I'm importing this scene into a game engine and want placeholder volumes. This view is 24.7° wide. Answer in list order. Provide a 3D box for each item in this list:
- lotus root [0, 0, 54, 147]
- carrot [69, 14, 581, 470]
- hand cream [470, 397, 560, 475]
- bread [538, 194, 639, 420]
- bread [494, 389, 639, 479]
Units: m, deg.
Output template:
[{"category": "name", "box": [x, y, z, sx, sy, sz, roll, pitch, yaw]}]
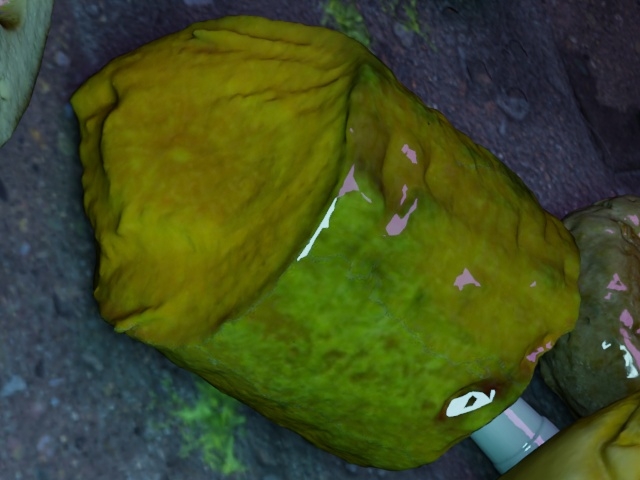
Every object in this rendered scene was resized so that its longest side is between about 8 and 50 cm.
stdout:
[{"category": "lotus root", "box": [-0.273, -0.162, 0.927, 0.210, 0.142, 0.314, 8, 60, 8]}, {"category": "carrot", "box": [0.000, 0.000, 0.971, 0.341, 0.241, 0.241, 34, 51, -21]}, {"category": "hand cream", "box": [0.240, 0.240, 1.142, 0.331, 0.085, 0.058, 44, 73, -7]}, {"category": "bread", "box": [0.267, 0.077, 1.215, 0.230, 0.123, 0.230, 21, 50, -27]}, {"category": "bread", "box": [0.248, 0.250, 0.950, 0.361, 0.394, 0.250, 25, 39, -22]}]
